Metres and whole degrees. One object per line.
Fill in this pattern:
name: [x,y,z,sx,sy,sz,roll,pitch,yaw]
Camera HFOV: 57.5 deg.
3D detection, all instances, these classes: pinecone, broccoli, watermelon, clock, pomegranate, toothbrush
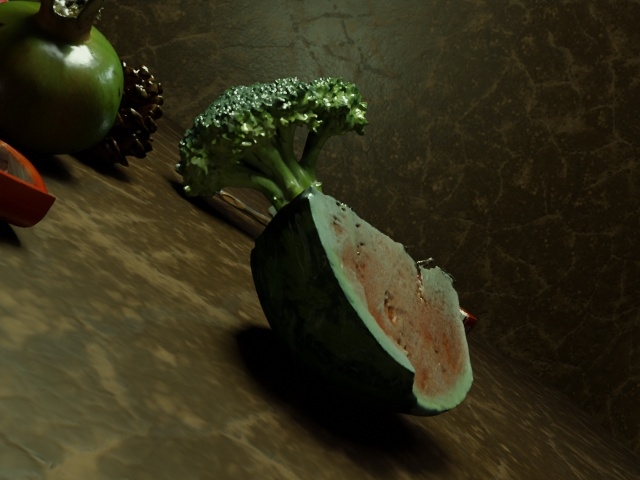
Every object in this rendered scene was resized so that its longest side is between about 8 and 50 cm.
pinecone: [-0.312,-0.195,0.877,0.173,0.174,0.173,35,5,-3]
broccoli: [-0.111,-0.113,1.142,0.353,0.397,0.275,9,22,28]
watermelon: [0.040,0.069,0.602,0.224,0.180,0.305,25,-5,40]
clock: [-0.281,-0.063,0.414,0.113,0.061,0.155,38,2,27]
pomegranate: [-0.304,-0.208,0.658,0.181,0.224,0.181,22,38,-19]
toothbrush: [-0.211,-0.096,1.407,0.321,0.023,0.031,31,13,-31]

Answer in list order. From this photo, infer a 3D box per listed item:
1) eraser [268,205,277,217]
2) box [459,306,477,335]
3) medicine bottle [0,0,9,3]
eraser: [-0.052,-0.032,1.653,0.089,0.061,0.352,34,5,-32]
box: [0.187,0.149,1.120,0.182,0.133,0.099,40,8,28]
medicine bottle: [-0.524,-0.318,0.780,0.341,0.130,0.130,35,5,-3]
